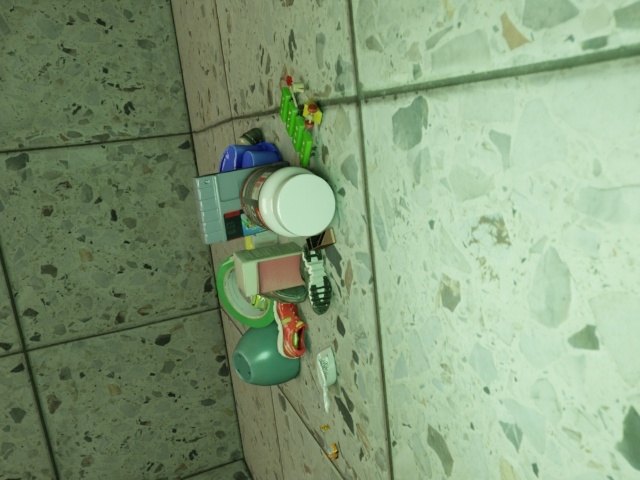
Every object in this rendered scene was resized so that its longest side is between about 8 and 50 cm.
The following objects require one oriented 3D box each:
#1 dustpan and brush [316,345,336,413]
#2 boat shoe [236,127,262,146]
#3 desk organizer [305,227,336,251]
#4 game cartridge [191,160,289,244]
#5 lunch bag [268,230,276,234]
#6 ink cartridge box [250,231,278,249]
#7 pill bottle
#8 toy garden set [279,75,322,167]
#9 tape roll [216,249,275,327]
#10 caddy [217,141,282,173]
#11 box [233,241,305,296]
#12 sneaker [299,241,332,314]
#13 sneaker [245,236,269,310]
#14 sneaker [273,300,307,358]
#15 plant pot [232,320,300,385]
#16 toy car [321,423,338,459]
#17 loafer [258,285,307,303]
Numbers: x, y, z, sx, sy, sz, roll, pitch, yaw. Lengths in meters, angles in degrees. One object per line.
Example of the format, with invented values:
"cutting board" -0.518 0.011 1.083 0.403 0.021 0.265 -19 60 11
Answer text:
"dustpan and brush" 0.019 0.480 1.754 0.147 0.060 0.211 129 127 -64
"boat shoe" -0.295 -0.347 2.139 0.112 0.095 0.335 38 155 5
"desk organizer" 0.000 0.000 1.569 0.130 0.050 0.047 151 107 -69
"game cartridge" -0.248 -0.130 1.733 0.068 0.354 0.230 9 112 52
"lunch bag" -0.166 -0.047 1.934 0.071 0.083 0.053 -168 68 -67
"ink cartridge box" -0.232 -0.036 2.083 0.060 0.104 0.180 -130 35 -52
"pill bottle" -0.105 -0.121 1.555 0.363 0.210 0.210 -160 61 -67
"toy garden set" -0.056 -0.378 1.531 0.204 0.049 0.244 105 148 -53
"tape roll" -0.283 0.199 2.103 0.321 0.077 0.322 13 117 28
"caddy" -0.257 -0.202 1.915 0.241 0.179 0.342 28 109 42
"box" -0.179 0.099 1.831 0.148 0.232 0.127 -147 50 -63
"sneaker" -0.019 0.127 1.659 0.106 0.078 0.235 135 125 -69
"sneaker" -0.290 0.138 2.267 0.145 0.147 0.385 127 130 -65
"sneaker" -0.102 0.311 1.969 0.118 0.107 0.279 -12 84 43
"plant pot" -0.255 0.496 2.160 0.290 0.195 0.291 20 119 41
"toy car" 0.028 0.754 1.903 0.060 0.040 0.122 101 149 -46
"loafer" -0.159 0.190 1.933 0.267 0.096 0.084 15 132 31
